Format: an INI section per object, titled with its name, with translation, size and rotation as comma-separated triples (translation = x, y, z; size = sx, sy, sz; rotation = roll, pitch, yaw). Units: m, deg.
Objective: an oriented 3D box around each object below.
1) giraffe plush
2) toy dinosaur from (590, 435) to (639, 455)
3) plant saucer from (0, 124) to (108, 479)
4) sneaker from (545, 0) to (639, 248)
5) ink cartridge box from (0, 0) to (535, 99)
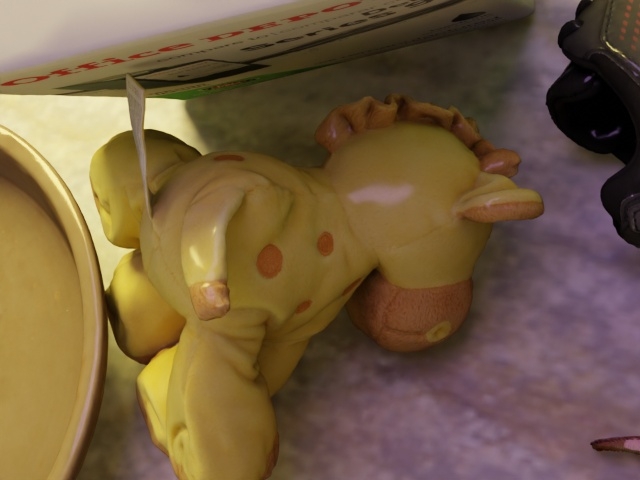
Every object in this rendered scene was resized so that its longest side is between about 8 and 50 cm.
[giraffe plush]
translation = 0.000, 0.000, 0.705
size = 0.170, 0.210, 0.181
rotation = -12, 51, -18
[toy dinosaur]
translation = 0.171, 0.080, 0.653
size = 0.082, 0.047, 0.090
rotation = -29, 43, -17
[plant saucer]
translation = -0.218, 0.068, 0.789
size = 0.278, 0.041, 0.277
rotation = -8, 72, 25
[sneaker]
translation = 0.165, -0.110, 0.720
size = 0.135, 0.097, 0.276
rotation = -11, 61, 15
[ink cartridge box]
translation = -0.034, -0.141, 0.694
size = 0.211, 0.289, 0.121
rotation = -12, 92, 16
